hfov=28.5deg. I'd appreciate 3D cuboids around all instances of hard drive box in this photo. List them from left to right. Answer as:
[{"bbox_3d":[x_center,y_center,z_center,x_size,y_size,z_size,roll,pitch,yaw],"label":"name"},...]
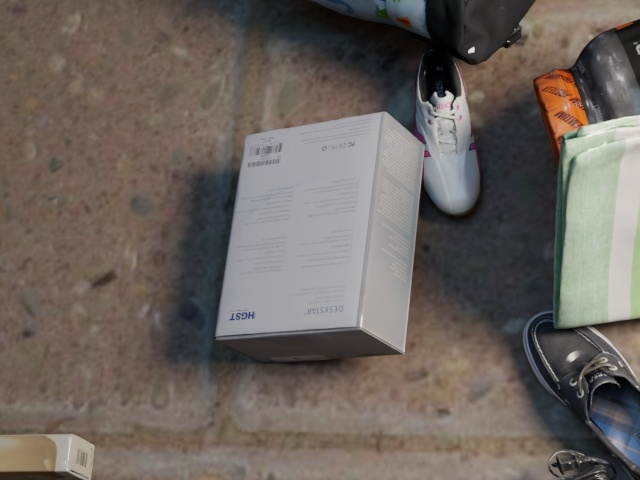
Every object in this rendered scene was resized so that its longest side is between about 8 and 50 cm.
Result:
[{"bbox_3d":[0.000,0.000,1.295,0.181,0.089,0.232,-6,65,33],"label":"hard drive box"}]

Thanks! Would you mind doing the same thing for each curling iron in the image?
[{"bbox_3d":[0.167,0.298,1.175,0.274,0.035,0.068,-45,100,0],"label":"curling iron"}]

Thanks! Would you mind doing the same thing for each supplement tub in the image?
[{"bbox_3d":[0.387,-0.130,1.193,0.338,0.207,0.207,-18,65,9],"label":"supplement tub"}]

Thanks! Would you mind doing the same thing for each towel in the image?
[{"bbox_3d":[0.373,-0.022,1.123,0.325,0.248,0.038,-7,43,2],"label":"towel"}]

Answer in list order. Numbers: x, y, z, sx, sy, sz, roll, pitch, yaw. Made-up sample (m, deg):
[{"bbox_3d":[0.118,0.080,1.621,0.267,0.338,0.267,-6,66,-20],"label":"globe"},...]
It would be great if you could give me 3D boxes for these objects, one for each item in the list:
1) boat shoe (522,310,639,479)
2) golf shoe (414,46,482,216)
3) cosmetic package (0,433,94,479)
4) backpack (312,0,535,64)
[{"bbox_3d":[0.269,0.150,1.186,0.080,0.076,0.228,-33,63,1],"label":"boat shoe"},{"bbox_3d":[0.128,-0.116,1.333,0.067,0.086,0.186,-11,67,9],"label":"golf shoe"},{"bbox_3d":[-0.305,0.231,1.334,0.115,0.060,0.041,-4,68,17],"label":"cosmetic package"},{"bbox_3d":[0.068,-0.369,1.374,0.355,0.273,0.290,15,53,38],"label":"backpack"}]
